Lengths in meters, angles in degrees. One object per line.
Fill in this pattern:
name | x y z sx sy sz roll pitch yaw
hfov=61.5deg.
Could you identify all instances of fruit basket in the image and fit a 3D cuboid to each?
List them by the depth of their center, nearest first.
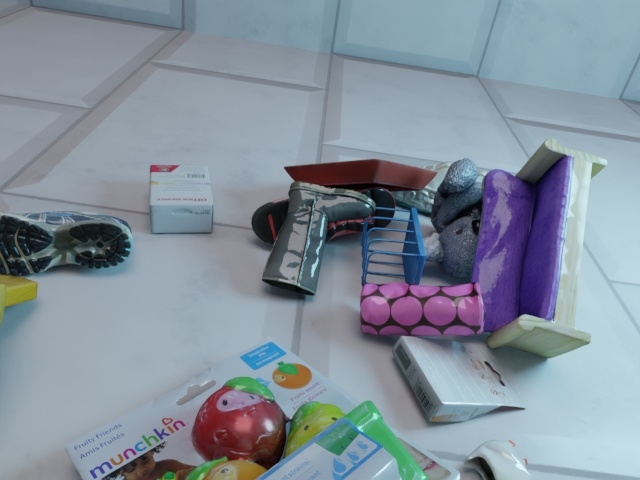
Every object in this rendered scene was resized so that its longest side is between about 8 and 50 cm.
fruit basket | -0.070 0.251 0.628 0.327 0.165 0.353 -22 41 -38

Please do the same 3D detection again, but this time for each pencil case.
pencil case | 0.170 0.110 0.907 0.209 0.095 0.098 0 23 18

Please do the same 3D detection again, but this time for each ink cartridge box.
ink cartridge box | 0.220 0.222 0.867 0.179 0.045 0.145 14 28 -28
ink cartridge box | -0.300 -0.091 1.152 0.127 0.072 0.175 -1 35 -16

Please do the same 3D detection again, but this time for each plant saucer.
plant saucer | 0.093 -0.139 1.215 0.259 0.048 0.258 1 0 38

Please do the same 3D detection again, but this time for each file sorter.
file sorter | 0.136 0.023 1.055 0.104 0.118 0.170 6 34 0

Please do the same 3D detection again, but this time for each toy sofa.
toy sofa | 0.372 0.009 0.951 0.177 0.150 0.363 17 68 2

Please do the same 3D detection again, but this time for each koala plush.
koala plush | 0.303 -0.011 1.125 0.196 0.203 0.221 25 53 -4

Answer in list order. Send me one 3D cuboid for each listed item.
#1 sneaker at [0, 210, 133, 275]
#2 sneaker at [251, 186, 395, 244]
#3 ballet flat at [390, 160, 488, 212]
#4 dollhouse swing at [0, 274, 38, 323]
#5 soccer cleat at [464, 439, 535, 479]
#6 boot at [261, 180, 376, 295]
sneaker | -0.484 -0.003 0.977 0.283 0.110 0.122 4 16 -12
sneaker | 0.000 -0.049 1.165 0.313 0.116 0.136 -9 12 -18
ballet flat | 0.345 -0.118 1.304 0.409 0.147 0.147 22 36 19
dollhouse swing | -0.601 0.164 0.713 0.346 0.305 0.315 7 75 -5
soccer cleat | 0.264 0.336 0.675 0.076 0.068 0.196 -14 33 -23
boot | 0.001 0.001 1.014 0.189 0.076 0.208 9 62 2
